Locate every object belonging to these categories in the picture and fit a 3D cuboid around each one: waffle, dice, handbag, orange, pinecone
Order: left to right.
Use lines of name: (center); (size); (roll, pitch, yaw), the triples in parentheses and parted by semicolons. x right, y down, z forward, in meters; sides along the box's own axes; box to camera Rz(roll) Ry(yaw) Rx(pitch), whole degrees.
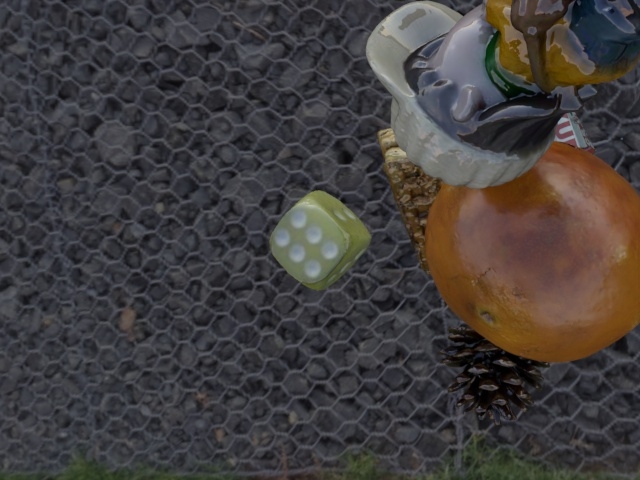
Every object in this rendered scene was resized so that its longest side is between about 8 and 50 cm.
dice: (0.000, 0.000, 1.710); (0.169, 0.169, 0.166); (44, 107, 12)
waffle: (0.232, -0.075, 1.246); (0.213, 0.308, 0.091); (-14, 50, 10)
pinecone: (0.310, 0.235, 1.365); (0.208, 0.208, 0.207); (3, 98, 21)
orange: (0.261, 0.015, 0.915); (0.284, 0.284, 0.226); (43, 66, 11)
handbag: (0.467, -0.216, 1.608); (0.151, 0.298, 0.171); (-14, 74, -4)

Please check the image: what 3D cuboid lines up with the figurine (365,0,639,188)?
figurine: (0.195, -0.154, 0.698); (0.332, 0.185, 0.204); (1, 111, 58)
